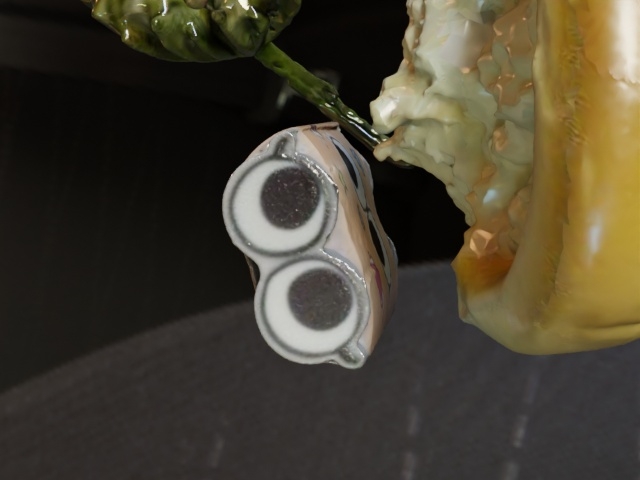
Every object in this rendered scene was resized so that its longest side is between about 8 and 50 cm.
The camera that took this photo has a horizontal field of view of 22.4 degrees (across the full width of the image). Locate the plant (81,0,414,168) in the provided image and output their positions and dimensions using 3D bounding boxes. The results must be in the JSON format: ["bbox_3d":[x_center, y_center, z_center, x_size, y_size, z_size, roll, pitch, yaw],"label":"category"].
[{"bbox_3d":[-0.082,-0.171,1.458,0.180,0.333,0.251,-44,49,-17],"label":"plant"}]

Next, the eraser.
[{"bbox_3d":[0.000,0.000,1.223,0.290,0.087,0.171,-35,-74,-81],"label":"eraser"}]

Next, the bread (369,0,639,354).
[{"bbox_3d":[0.185,-0.129,1.064,0.329,0.245,0.424,-42,45,54],"label":"bread"}]
